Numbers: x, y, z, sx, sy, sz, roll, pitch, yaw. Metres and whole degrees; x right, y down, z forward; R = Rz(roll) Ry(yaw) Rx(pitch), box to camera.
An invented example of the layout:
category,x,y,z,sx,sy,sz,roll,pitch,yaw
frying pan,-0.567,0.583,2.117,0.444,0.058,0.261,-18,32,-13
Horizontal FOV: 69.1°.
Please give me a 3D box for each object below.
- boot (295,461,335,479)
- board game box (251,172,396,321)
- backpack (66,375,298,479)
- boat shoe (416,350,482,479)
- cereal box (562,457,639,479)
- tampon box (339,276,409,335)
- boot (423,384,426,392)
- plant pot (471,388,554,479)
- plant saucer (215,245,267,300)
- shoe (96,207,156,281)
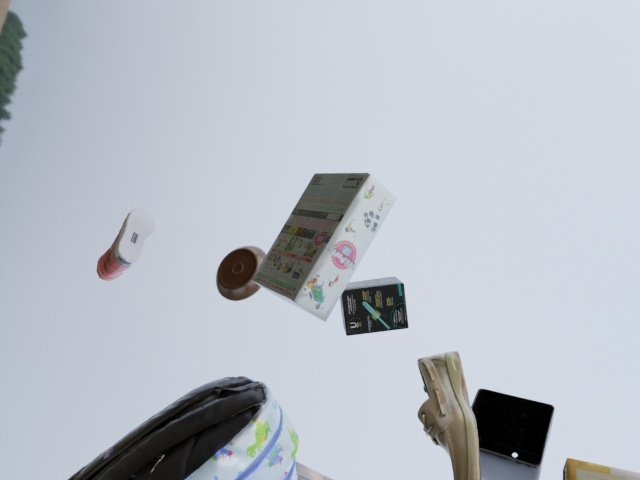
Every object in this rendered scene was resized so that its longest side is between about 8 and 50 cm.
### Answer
category,x,y,z,sx,sy,sz,roll,pitch,yaw
boot,0.021,0.556,0.942,0.095,0.258,0.123,114,1,-64
board game box,0.000,0.000,1.023,0.303,0.097,0.224,-59,-151,-10
backpack,-0.208,0.378,0.752,0.355,0.273,0.290,-48,-161,-24
boat shoe,0.230,0.332,0.851,0.098,0.109,0.302,-8,-146,11
cereal box,0.400,0.357,0.506,0.240,0.047,0.173,5,-131,23
tampon box,0.134,0.168,1.205,0.101,0.161,0.120,-119,-158,-84
boot,0.343,0.431,1.440,0.042,0.118,0.087,6,-118,31
plant pot,0.473,0.516,1.168,0.188,0.188,0.166,4,-57,35
plant saucer,-0.261,0.097,1.502,0.199,0.036,0.198,-11,-122,17
shoe,-0.394,0.005,0.938,0.081,0.063,0.178,-35,-149,20
